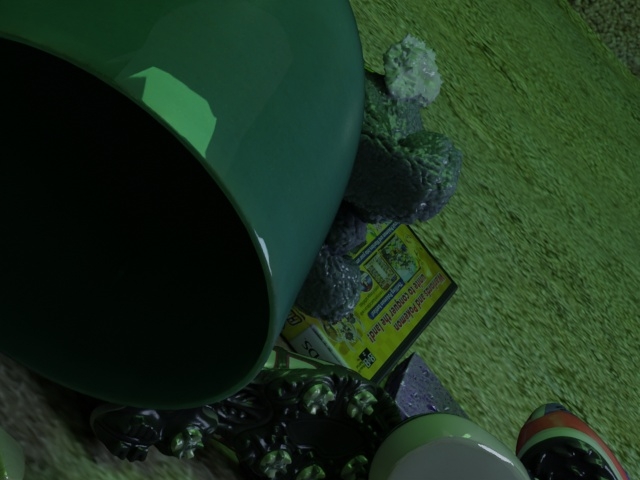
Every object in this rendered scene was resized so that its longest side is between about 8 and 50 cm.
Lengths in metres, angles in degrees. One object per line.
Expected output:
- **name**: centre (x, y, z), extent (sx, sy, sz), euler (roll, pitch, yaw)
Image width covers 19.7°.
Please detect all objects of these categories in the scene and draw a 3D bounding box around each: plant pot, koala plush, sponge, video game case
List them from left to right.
- **plant pot**: centre (-0.105, -0.080, 1.135), extent (0.293, 0.293, 0.235), euler (46, 50, -15)
- **video game case**: centre (0.000, 0.000, 1.661), extent (0.248, 0.035, 0.275), euler (51, 28, -2)
- **koala plush**: centre (0.021, -0.083, 1.559), extent (0.203, 0.196, 0.221), euler (42, 32, 3)
- **sponge**: centre (0.132, 0.206, 1.649), extent (0.210, 0.031, 0.117), euler (49, 21, -6)

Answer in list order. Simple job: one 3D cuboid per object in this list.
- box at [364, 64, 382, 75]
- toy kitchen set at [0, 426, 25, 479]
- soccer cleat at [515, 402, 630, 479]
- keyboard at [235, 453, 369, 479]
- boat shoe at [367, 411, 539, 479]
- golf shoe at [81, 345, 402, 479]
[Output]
- **box**: centre (0.034, -0.134, 1.991), extent (0.191, 0.045, 0.184), euler (23, 32, -51)
- **toy kitchen set**: centre (-0.267, 0.058, 0.981), extent (0.166, 0.122, 0.207), euler (67, 5, 36)
- **soccer cleat**: centre (0.274, 0.287, 1.666), extent (0.318, 0.109, 0.116), euler (58, 14, -14)
- **keyboard**: centre (0.031, 0.249, 1.369), extent (0.201, 0.033, 0.317), euler (27, 31, -48)
- **boat shoe**: centre (0.109, 0.205, 1.441), extent (0.340, 0.127, 0.158), euler (59, 4, -44)
- **golf shoe**: centre (-0.055, 0.100, 1.298), extent (0.273, 0.105, 0.120), euler (20, 21, -41)
